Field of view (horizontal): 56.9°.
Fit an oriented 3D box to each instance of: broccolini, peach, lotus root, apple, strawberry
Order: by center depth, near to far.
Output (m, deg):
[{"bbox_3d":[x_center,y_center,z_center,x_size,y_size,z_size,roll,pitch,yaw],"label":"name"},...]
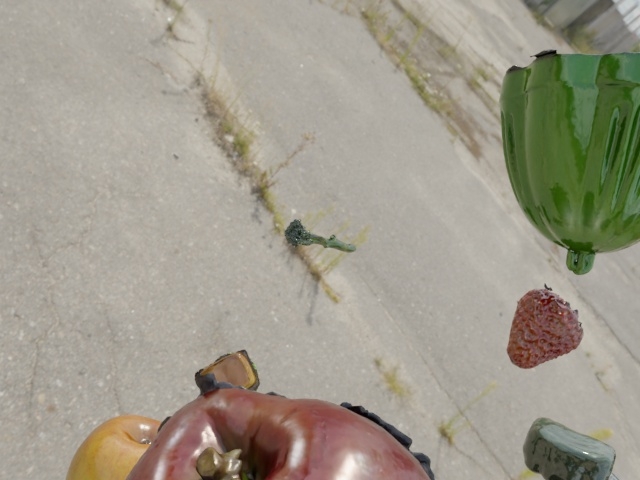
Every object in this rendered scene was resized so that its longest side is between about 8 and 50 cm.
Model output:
[{"bbox_3d":[-0.021,0.288,0.406,0.201,0.257,0.362,-54,135,-76],"label":"peach"},{"bbox_3d":[0.234,-0.053,0.509,0.186,0.186,0.186,32,34,-25],"label":"lotus root"},{"bbox_3d":[0.215,0.089,0.585,0.073,0.083,0.073,53,-6,8],"label":"strawberry"},{"bbox_3d":[-0.380,0.518,1.243,0.299,0.299,0.275,-11,105,-56],"label":"apple"},{"bbox_3d":[-0.001,0.003,1.355,0.216,0.058,0.067,17,49,-50],"label":"broccolini"}]

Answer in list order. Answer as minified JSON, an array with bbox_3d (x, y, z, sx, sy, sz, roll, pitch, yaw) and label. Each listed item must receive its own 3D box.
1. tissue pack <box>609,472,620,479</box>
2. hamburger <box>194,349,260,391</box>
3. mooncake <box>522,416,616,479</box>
[{"bbox_3d":[0.601,0.551,1.285,0.156,0.112,0.051,48,38,19],"label":"tissue pack"},{"bbox_3d":[-0.246,0.376,1.587,0.087,0.165,0.137,45,20,-81],"label":"hamburger"},{"bbox_3d":[0.503,0.436,1.202,0.168,0.104,0.175,4,13,-19],"label":"mooncake"}]
